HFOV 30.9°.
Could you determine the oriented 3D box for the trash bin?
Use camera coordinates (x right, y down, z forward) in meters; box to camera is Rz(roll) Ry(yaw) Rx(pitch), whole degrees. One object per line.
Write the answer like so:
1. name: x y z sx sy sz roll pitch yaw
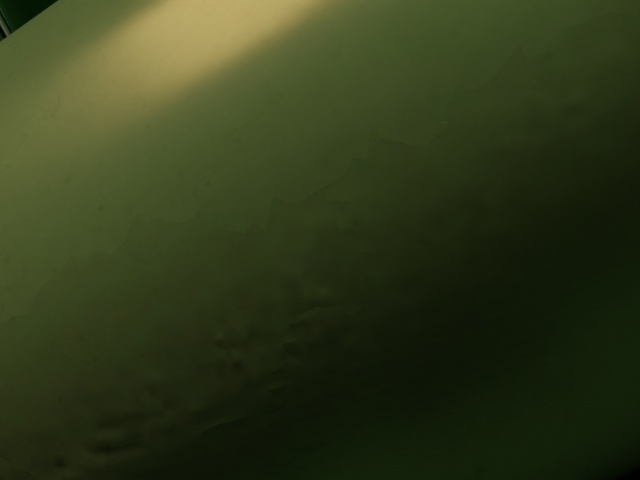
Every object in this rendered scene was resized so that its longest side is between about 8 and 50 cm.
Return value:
1. trash bin: 0.000 0.000 0.447 0.432 0.280 0.280 -31 5 4
